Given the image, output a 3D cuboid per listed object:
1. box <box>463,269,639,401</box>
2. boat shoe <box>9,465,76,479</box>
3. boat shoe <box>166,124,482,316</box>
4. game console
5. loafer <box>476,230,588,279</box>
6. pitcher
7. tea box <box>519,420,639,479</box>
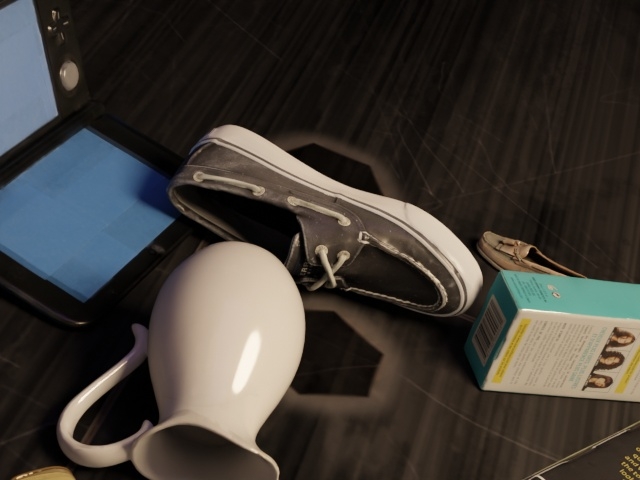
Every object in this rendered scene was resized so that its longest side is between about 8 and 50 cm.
[{"bbox_3d":[0.266,0.092,1.408,0.244,0.100,0.060,6,36,-21],"label":"box"},{"bbox_3d":[-0.227,0.205,1.026,0.178,0.064,0.060,-13,45,-43],"label":"boat shoe"},{"bbox_3d":[0.000,0.000,1.394,0.301,0.108,0.102,30,45,6],"label":"boat shoe"},{"bbox_3d":[-0.233,-0.099,1.359,0.173,0.250,0.293,3,28,23],"label":"game console"},{"bbox_3d":[0.217,0.022,1.531,0.125,0.039,0.045,35,37,20],"label":"loafer"},{"bbox_3d":[-0.106,0.099,1.203,0.178,0.125,0.207,5,46,4],"label":"pitcher"},{"bbox_3d":[0.240,0.315,0.982,0.323,0.220,0.329,-16,49,-40],"label":"tea box"}]
